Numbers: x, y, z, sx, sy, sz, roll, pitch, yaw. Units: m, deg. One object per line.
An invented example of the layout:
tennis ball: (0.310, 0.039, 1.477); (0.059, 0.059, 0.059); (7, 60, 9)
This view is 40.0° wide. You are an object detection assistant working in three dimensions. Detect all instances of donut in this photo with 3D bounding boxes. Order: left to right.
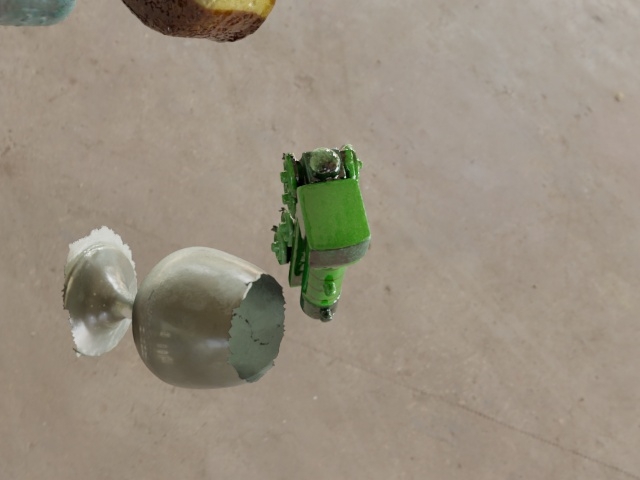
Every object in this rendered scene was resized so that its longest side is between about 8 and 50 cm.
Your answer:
donut: (-0.108, -0.257, 0.789); (0.085, 0.217, 0.141); (-23, 72, -43)

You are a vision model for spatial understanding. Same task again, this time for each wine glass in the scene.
wine glass: (-0.229, 0.112, 1.399); (0.323, 0.238, 0.238); (7, 50, 23)

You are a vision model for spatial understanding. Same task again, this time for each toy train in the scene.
toy train: (0.000, 0.000, 0.877); (0.085, 0.251, 0.119); (-9, 67, -8)

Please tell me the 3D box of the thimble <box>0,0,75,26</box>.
thimble: (-0.363, -0.337, 0.994); (0.143, 0.235, 0.198); (-5, 69, -30)
